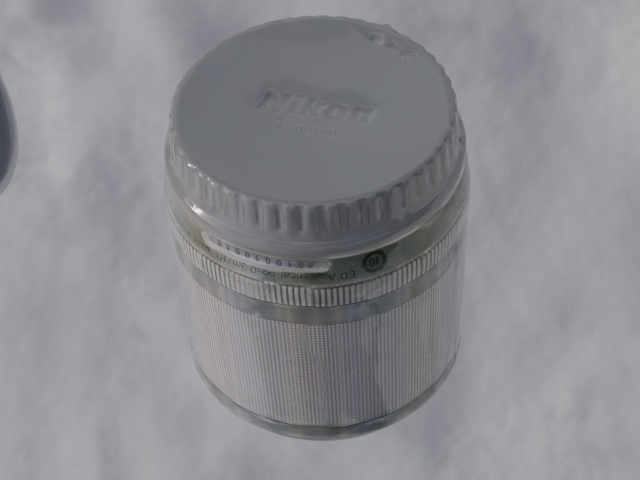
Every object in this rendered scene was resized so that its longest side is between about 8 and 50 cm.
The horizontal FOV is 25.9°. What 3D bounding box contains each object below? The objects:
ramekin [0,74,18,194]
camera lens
[{"bbox_3d":[-0.340,-0.095,1.046,0.109,0.207,0.207,-26,97,26],"label":"ramekin"},{"bbox_3d":[0.000,0.000,1.041,0.219,0.219,0.274,7,139,10],"label":"camera lens"}]
